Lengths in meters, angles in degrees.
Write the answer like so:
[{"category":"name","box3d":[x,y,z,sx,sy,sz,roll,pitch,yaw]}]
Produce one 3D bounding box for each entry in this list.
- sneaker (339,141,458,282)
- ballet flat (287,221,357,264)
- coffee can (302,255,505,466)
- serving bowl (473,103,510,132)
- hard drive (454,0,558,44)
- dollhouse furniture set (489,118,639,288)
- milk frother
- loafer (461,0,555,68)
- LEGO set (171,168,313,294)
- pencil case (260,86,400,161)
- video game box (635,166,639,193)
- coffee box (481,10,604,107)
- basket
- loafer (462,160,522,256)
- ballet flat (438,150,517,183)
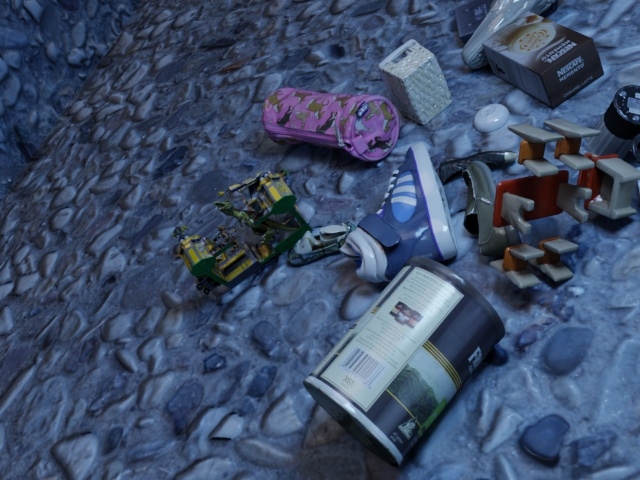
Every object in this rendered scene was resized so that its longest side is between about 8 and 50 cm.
[{"category":"sneaker","box3d":[0.139,-0.055,1.541,0.236,0.130,0.323,-19,45,14]},{"category":"ballet flat","box3d":[0.000,0.000,1.646,0.188,0.070,0.070,-19,40,21]},{"category":"coffee can","box3d":[0.134,0.192,1.215,0.275,0.201,0.201,-47,38,-15]},{"category":"serving bowl","box3d":[0.382,-0.281,1.691,0.083,0.027,0.083,-21,40,19]},{"category":"hard drive","box3d":[0.479,-0.597,1.942,0.254,0.054,0.172,-19,40,20]},{"category":"dollhouse furniture set","box3d":[0.405,-0.080,1.289,0.259,0.262,0.135,-10,28,-23]},{"category":"milk frother","box3d":[0.554,-0.177,1.355,0.129,0.135,0.143,30,67,11]},{"category":"loafer","box3d":[0.457,-0.555,1.820,0.319,0.112,0.111,-45,58,10]},{"category":"LEGO set","box3d":[-0.189,-0.054,1.689,0.331,0.255,0.192,-41,63,11]},{"category":"pencil case","box3d":[0.016,-0.298,1.890,0.386,0.167,0.160,19,94,48]},{"category":"video game box","box3d":[0.633,-0.064,1.242,0.187,0.048,0.205,-12,42,25]},{"category":"coffee box","box3d":[0.495,-0.412,1.689,0.141,0.098,0.246,-35,36,-1]},{"category":"basket","box3d":[0.233,-0.376,1.801,0.113,0.167,0.103,-40,43,-6]},{"category":"loafer","box3d":[0.311,-0.062,1.449,0.087,0.094,0.251,-22,38,10]},{"category":"ballet flat","box3d":[0.334,-0.159,1.590,0.173,0.057,0.049,-11,83,31]}]
